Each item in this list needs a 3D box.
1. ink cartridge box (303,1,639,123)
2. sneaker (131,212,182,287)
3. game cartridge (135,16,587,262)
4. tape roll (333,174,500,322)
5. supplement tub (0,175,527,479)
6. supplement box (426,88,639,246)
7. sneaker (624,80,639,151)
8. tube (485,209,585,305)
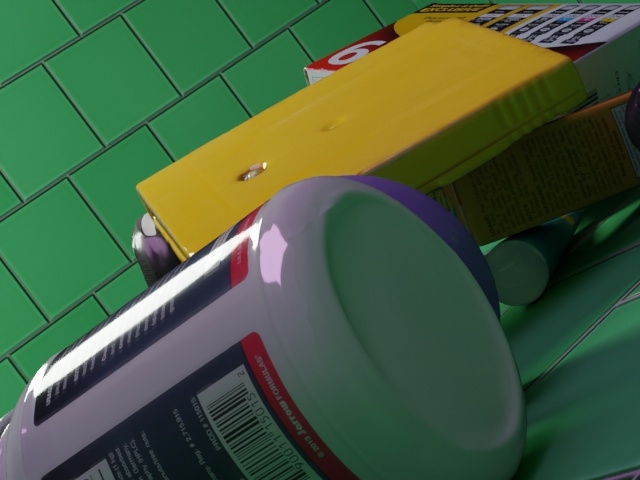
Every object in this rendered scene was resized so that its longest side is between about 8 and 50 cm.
[{"bbox_3d":[0.192,-0.152,1.560,0.309,0.130,0.272,8,31,45],"label":"ink cartridge box"},{"bbox_3d":[0.000,-0.001,1.581,0.257,0.169,0.447,-26,-10,15],"label":"sneaker"},{"bbox_3d":[0.021,-0.074,1.305,0.323,0.053,0.285,-29,21,-7],"label":"game cartridge"},{"bbox_3d":[0.015,0.058,0.998,0.189,0.189,0.080,-36,3,16],"label":"tape roll"},{"bbox_3d":[-0.045,0.107,0.864,0.272,0.191,0.191,-35,3,28],"label":"supplement tub"},{"bbox_3d":[0.198,-0.062,1.305,0.233,0.080,0.078,-23,2,-19],"label":"supplement box"},{"bbox_3d":[0.343,-0.133,1.254,0.286,0.109,0.130,-30,-10,-23],"label":"sneaker"},{"bbox_3d":[0.177,0.010,1.341,0.080,0.052,0.207,-25,2,17],"label":"tube"}]
